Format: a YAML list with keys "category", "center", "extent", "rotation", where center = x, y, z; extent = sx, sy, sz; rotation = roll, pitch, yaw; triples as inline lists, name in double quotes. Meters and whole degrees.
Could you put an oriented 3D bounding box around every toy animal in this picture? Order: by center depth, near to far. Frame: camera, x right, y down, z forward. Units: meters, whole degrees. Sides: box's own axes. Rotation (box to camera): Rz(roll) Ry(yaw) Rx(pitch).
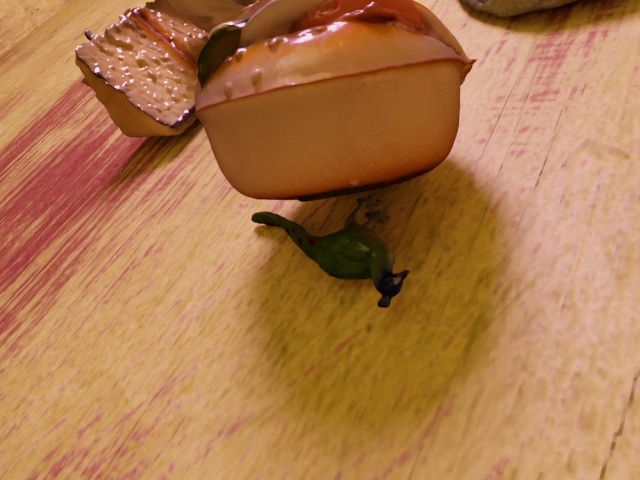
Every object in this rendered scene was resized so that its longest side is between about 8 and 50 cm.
- category: "toy animal"
  center: [0.013, -0.011, 0.432]
  extent: [0.075, 0.041, 0.217]
  rotation: [-45, 38, -12]

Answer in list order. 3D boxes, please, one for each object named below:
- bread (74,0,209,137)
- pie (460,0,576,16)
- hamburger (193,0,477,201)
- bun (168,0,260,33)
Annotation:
- category: "bread"
  center: [-0.223, -0.270, 0.777]
  extent: [0.178, 0.141, 0.266]
  rotation: [30, 58, 4]
- category: "pie"
  center: [0.297, -0.372, 0.586]
  extent: [0.324, 0.070, 0.323]
  rotation: [-19, 42, 18]
- category: "hamburger"
  center: [0.010, -0.108, 0.402]
  extent: [0.237, 0.147, 0.237]
  rotation: [-9, 2, 0]
- category: "bun"
  center: [-0.093, -0.366, 0.705]
  extent: [0.244, 0.243, 0.153]
  rotation: [-26, 48, 8]
